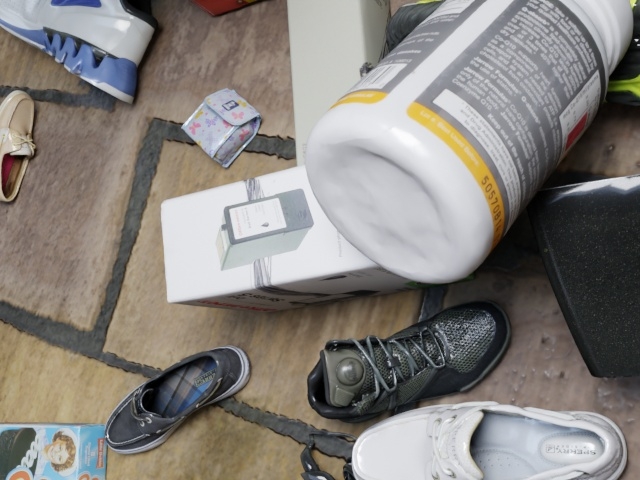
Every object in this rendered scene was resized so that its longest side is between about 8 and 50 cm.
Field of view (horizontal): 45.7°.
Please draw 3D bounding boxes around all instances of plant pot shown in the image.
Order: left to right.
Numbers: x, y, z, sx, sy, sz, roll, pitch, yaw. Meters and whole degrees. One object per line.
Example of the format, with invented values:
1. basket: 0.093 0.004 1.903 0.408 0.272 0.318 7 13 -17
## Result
1. plant pot: 0.298 0.025 0.664 0.187 0.188 0.167 -9 88 25

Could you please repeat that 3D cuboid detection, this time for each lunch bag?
1. lunch bag: -0.125 -0.150 0.977 0.083 0.053 0.071 -46 65 2

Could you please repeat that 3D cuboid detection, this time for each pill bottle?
1. pill bottle: 0.129 -0.110 0.609 0.162 0.162 0.278 29 59 28

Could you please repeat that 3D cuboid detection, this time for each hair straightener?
1. hair straightener: 0.055 0.296 0.815 0.089 0.047 0.230 -32 60 -5

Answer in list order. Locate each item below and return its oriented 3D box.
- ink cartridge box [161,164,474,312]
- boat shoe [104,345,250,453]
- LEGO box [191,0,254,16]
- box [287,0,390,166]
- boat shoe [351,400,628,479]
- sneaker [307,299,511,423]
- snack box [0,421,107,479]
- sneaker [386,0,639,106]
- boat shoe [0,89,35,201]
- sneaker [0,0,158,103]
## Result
1. ink cartridge box: 0.000 0.000 0.801 0.273 0.198 0.115 -12 76 25
2. boat shoe: -0.191 0.197 0.929 0.228 0.076 0.080 -29 69 19
3. LEGO box: -0.103 -0.462 0.772 0.372 0.500 0.193 -10 77 24
4. box: 0.029 -0.189 0.874 0.094 0.113 0.275 -9 78 25
5. boat shoe: 0.148 0.200 0.740 0.277 0.096 0.098 -12 66 22
6. sneaker: 0.083 0.127 0.776 0.227 0.130 0.087 -25 72 19
7. snack box: -0.373 0.403 0.991 0.187 0.060 0.322 -6 77 25
8. sneaker: 0.248 -0.212 0.774 0.384 0.145 0.147 8 48 35
9. boat shoe: -0.458 -0.138 1.141 0.059 0.063 0.170 24 101 26
10. sneaker: -0.343 -0.342 1.094 0.315 0.127 0.182 33 92 21
